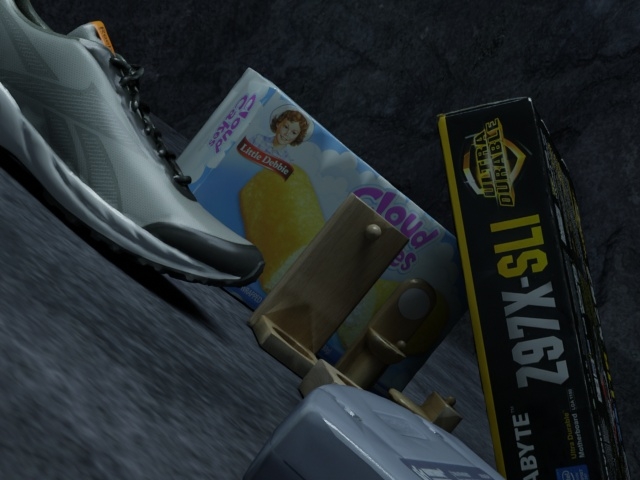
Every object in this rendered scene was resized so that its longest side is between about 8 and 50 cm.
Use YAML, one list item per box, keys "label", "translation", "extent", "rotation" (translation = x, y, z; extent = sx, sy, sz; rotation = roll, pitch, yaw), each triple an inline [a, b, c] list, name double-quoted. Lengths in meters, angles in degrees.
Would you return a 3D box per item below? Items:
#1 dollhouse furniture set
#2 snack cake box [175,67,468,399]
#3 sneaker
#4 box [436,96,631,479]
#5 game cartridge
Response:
- label: "dollhouse furniture set"
  translation: [0.051, 0.070, 0.868]
  extent: [0.144, 0.123, 0.151]
  rotation: [38, 3, -15]
- label: "snack cake box"
  translation: [0.000, 0.000, 1.053]
  extent: [0.264, 0.152, 0.089]
  rotation: [38, 3, -25]
- label: "sneaker"
  translation: [-0.139, -0.068, 0.799]
  extent: [0.271, 0.108, 0.100]
  rotation: [40, 1, 0]
- label: "box"
  translation: [0.176, 0.078, 0.979]
  extent: [0.257, 0.079, 0.322]
  rotation: [35, 45, -70]
- label: "game cartridge"
  translation: [0.073, 0.149, 0.604]
  extent: [0.196, 0.060, 0.294]
  rotation: [44, 4, 21]
